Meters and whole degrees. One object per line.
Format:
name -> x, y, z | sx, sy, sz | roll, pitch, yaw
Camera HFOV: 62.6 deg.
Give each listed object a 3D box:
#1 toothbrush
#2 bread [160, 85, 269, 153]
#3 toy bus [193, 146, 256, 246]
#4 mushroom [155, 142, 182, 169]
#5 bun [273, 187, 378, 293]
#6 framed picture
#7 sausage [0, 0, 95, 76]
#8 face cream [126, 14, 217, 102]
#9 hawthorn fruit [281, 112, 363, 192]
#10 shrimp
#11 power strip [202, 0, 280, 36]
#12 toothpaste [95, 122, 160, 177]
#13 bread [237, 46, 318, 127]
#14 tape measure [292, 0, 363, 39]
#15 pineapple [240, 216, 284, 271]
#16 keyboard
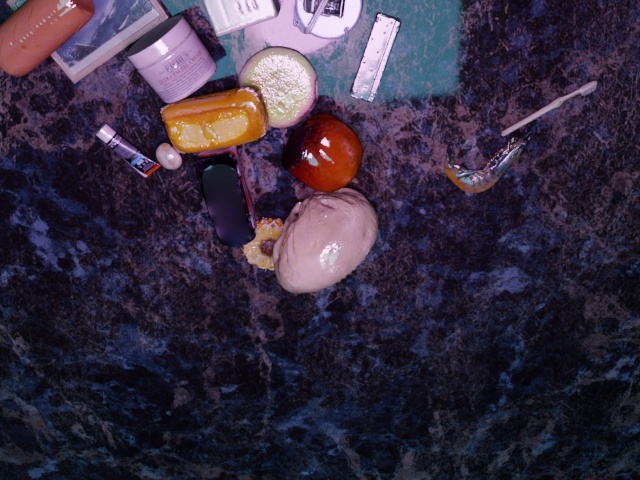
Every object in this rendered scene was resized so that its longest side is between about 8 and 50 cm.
toothbrush -> 0.659, -0.381, 1.527 | 0.295, 0.026, 0.028 | -26, 133, 13
bread -> -0.285, -0.336, 1.456 | 0.289, 0.119, 0.152 | -7, 120, 13
toy bus -> -0.275, -0.136, 1.574 | 0.128, 0.147, 0.302 | -10, 122, 4
mushroom -> -0.443, -0.249, 1.548 | 0.067, 0.084, 0.083 | -50, 117, -20
bun -> 0.000, 0.000, 1.566 | 0.362, 0.326, 0.234 | -38, 111, 13
framed picture -> -0.599, -0.598, 1.363 | 0.335, 0.022, 0.247 | -27, 118, 14
sausage -> -0.708, -0.529, 1.320 | 0.304, 0.121, 0.121 | -30, 117, 18
face cream -> -0.377, -0.462, 1.351 | 0.177, 0.177, 0.153 | -27, 126, 14
hawthorn fruit -> 0.023, -0.234, 1.496 | 0.215, 0.215, 0.250 | -40, 113, 20
shrimp -> 0.486, -0.261, 1.574 | 0.198, 0.051, 0.262 | 29, 124, -18
power strip -> -0.171, -0.613, 1.299 | 0.225, 0.139, 0.140 | -14, 119, 7
toothpaste -> -0.570, -0.262, 1.555 | 0.071, 0.045, 0.193 | -33, 123, 26
bread -> -0.118, -0.423, 1.475 | 0.229, 0.033, 0.228 | -1, 121, -2
tape measure -> 0.018, -0.604, 1.331 | 0.181, 0.107, 0.181 | 4, 118, 4
pineapple -> -0.168, 0.020, 1.729 | 0.222, 0.047, 0.221 | -1, 122, -2
keyboard -> 0.150, -0.498, 1.446 | 0.072, 0.023, 0.231 | 17, 118, -4
